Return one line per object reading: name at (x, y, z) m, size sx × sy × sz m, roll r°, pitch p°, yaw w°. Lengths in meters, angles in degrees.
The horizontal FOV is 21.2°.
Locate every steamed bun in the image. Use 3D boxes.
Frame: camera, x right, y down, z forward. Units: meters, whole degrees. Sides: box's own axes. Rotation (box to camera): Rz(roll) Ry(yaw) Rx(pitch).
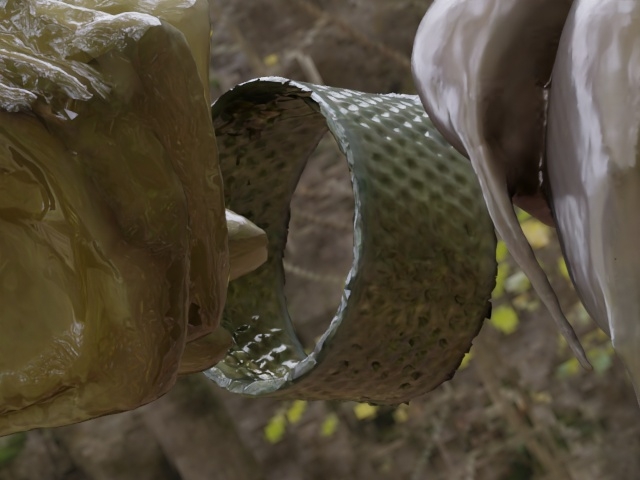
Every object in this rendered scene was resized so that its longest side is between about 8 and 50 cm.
steamed bun at (-0.180, 0.004, 0.748) m, size 0.428 × 0.247 × 0.189 m, roll -5°, pitch 22°, yaw 32°

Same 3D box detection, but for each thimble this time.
thimble at (0.000, 0.000, 1.385) m, size 0.150 × 0.271 × 0.271 m, roll 6°, pitch -29°, yaw -41°

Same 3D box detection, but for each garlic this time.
garlic at (0.142, -0.046, 0.875) m, size 0.231 × 0.246 × 0.340 m, roll 7°, pitch 28°, yaw 24°
